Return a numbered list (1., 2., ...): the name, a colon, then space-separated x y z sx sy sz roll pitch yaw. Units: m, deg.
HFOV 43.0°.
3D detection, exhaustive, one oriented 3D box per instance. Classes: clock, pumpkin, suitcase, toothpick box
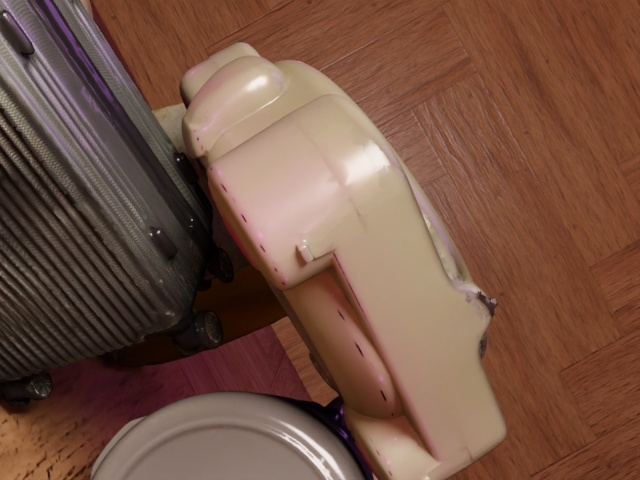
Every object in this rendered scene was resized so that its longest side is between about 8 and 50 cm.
1. clock: 0.000 0.000 0.584 0.284 0.114 0.309 61 -6 -34
2. pumpkin: -0.128 0.014 0.898 0.332 0.332 0.199 62 12 -71
3. suitcase: -0.203 -0.041 0.510 0.128 0.202 0.312 -87 153 -51
4. toothpick box: -0.046 0.222 0.677 0.229 0.229 0.316 61 -1 11

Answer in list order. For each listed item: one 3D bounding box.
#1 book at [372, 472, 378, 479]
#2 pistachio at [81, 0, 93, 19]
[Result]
1. book: -0.010 0.309 0.839 0.026 0.231 0.161 17 32 -39
2. pistachio: -0.301 -0.201 0.677 0.318 0.193 0.214 49 -18 47
